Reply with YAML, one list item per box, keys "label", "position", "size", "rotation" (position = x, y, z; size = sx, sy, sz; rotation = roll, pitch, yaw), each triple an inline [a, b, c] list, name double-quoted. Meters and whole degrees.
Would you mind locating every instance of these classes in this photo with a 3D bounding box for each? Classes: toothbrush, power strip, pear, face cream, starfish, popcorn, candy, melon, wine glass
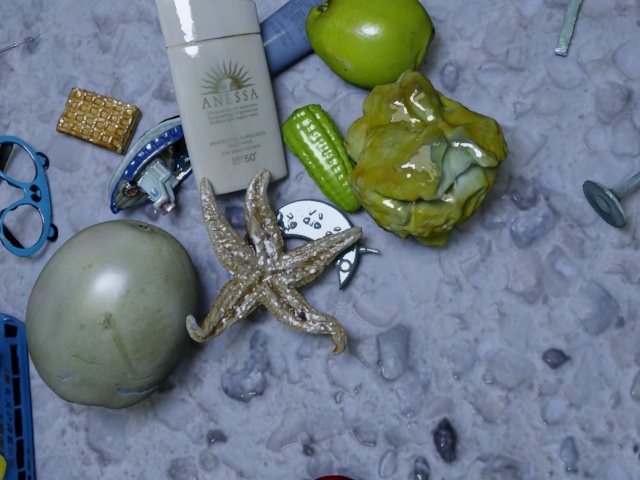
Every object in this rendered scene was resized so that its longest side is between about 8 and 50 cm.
- label: "toothbrush"
  position: [-0.642, -0.402, 1.291]
  size: [0.097, 0.008, 0.006]
  rotation: [-21, 66, 6]
- label: "power strip"
  position: [0.000, 0.000, 1.126]
  size: [0.216, 0.044, 0.137]
  rotation: [23, 85, 11]
- label: "pear"
  position: [0.085, -0.364, 1.094]
  size: [0.219, 0.187, 0.187]
  rotation: [25, 86, 1]
- label: "face cream"
  position: [-0.037, -0.402, 1.170]
  size: [0.385, 0.086, 0.135]
  rotation: [-36, 89, -2]
- label: "starfish"
  position: [-0.093, 0.054, 1.057]
  size: [0.375, 0.094, 0.327]
  rotation: [39, 71, 1]
- label: "popcorn"
  position: [0.159, -0.135, 1.033]
  size: [0.276, 0.225, 0.276]
  rotation: [13, 47, -15]
- label: "face cream"
  position: [-0.167, -0.263, 1.090]
  size: [0.173, 0.081, 0.348]
  rotation: [-15, 106, -19]
- label: "candy"
  position: [0.012, -0.142, 1.123]
  size: [0.096, 0.097, 0.209]
  rotation: [-31, 84, 3]
- label: "melon"
  position: [-0.348, 0.126, 1.048]
  size: [0.268, 0.268, 0.330]
  rotation: [24, 102, 10]
- label: "wine glass"
  position: [0.547, -0.217, 1.054]
  size: [0.309, 0.096, 0.264]
  rotation: [-37, 78, 1]

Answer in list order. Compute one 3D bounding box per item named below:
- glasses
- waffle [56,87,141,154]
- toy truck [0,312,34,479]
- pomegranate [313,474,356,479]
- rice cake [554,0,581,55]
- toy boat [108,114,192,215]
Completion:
- label: "glasses"
  position: [-0.631, -0.070, 1.194]
  size: [0.207, 0.102, 0.239]
  rotation: [-15, 81, 5]
- label: "waffle"
  position: [-0.433, -0.235, 1.220]
  size: [0.148, 0.042, 0.102]
  rotation: [20, 84, 10]
- label: "toy truck"
  position: [-0.618, 0.315, 1.110]
  size: [0.161, 0.162, 0.385]
  rotation: [-11, 80, 7]
- label: "pomegranate"
  position: [0.025, 0.489, 0.976]
  size: [0.210, 0.210, 0.235]
  rotation: [-5, 106, 7]
- label: "rice cake"
  position: [0.451, -0.392, 1.129]
  size: [0.022, 0.021, 0.121]
  rotation: [16, 85, 20]
- label: "toy boat"
  position: [-0.276, -0.135, 1.144]
  size: [0.115, 0.114, 0.262]
  rotation: [36, 80, 23]
